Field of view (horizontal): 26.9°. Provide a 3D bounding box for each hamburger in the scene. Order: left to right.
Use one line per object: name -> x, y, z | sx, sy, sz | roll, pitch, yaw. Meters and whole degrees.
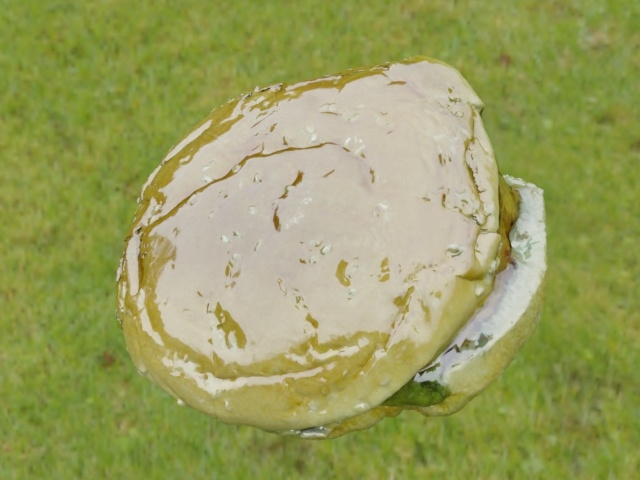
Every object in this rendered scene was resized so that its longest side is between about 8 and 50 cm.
hamburger -> 0.001, -0.002, 0.893 | 0.285, 0.134, 0.265 | -15, 43, 22
